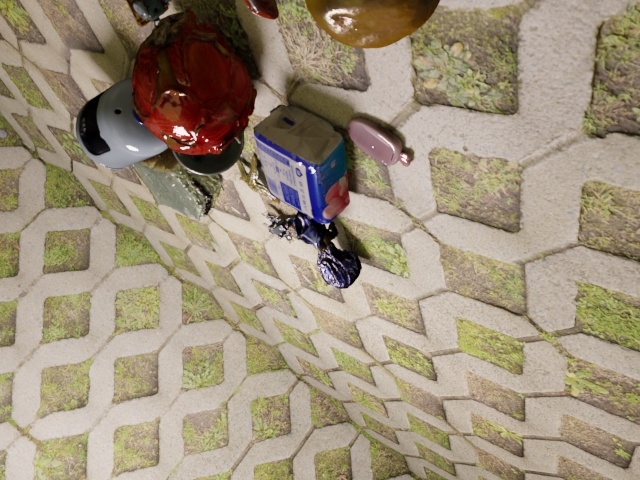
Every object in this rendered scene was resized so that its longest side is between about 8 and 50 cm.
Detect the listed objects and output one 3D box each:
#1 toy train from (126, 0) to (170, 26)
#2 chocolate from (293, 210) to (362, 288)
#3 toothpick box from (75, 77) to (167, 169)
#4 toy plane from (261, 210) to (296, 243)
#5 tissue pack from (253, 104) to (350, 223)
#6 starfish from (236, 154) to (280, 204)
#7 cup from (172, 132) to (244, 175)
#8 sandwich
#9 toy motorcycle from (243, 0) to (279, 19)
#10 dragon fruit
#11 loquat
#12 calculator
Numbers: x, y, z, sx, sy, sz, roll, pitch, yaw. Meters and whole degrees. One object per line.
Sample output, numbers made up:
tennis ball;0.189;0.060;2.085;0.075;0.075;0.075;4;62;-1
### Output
toy train;-0.424;-0.592;1.473;0.127;0.089;0.219;35;159;34
chocolate;0.001;-0.002;1.824;0.126;0.148;0.343;8;149;35
toothpick box;-0.551;-0.350;1.915;0.263;0.263;0.355;50;153;-23
toy plane;-0.116;-0.046;2.017;0.135;0.062;0.188;48;155;-16
tissue pack;-0.038;-0.186;1.585;0.209;0.137;0.269;29;157;21
starfish;-0.202;-0.181;1.935;0.208;0.053;0.176;55;162;-20
cup;-0.320;-0.279;1.791;0.199;0.199;0.150;45;173;-14
sandwich;-0.472;-0.201;2.166;0.325;0.131;0.262;20;148;34
toy motorcycle;-0.184;-0.548;1.202;0.298;0.089;0.171;40;157;-4
dragon fruit;-0.290;-0.344;1.486;0.277;0.277;0.342;17;158;40
loquat;0.085;-0.394;0.995;0.234;0.176;0.187;-5;175;34
calculator;0.129;-0.214;1.426;0.166;0.024;0.103;34;155;13
